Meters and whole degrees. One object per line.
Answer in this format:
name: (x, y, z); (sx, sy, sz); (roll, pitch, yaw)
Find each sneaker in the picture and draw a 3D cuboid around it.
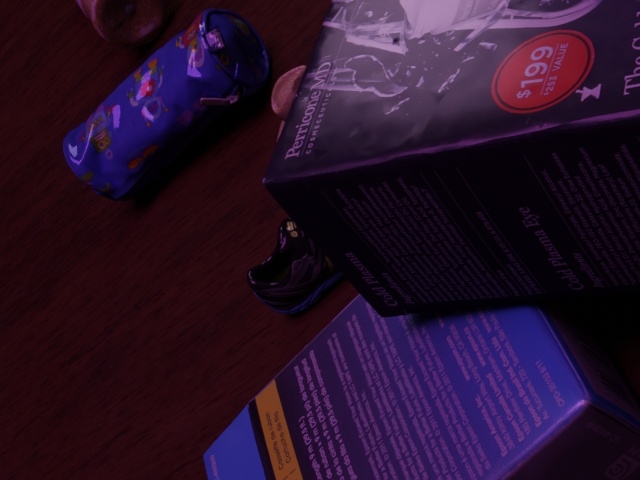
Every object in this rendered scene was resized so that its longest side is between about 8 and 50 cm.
sneaker: (0.000, 0.000, 1.194); (0.188, 0.078, 0.067); (-43, 38, 20)

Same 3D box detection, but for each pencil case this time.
pencil case: (-0.196, -0.166, 1.526); (0.306, 0.119, 0.133); (-36, 51, 29)

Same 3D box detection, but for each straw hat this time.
straw hat: (-0.020, -0.161, 1.356); (0.144, 0.061, 0.144); (-31, 43, 34)

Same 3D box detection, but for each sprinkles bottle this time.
sprinkles bottle: (-0.343, -0.416, 1.891); (0.121, 0.121, 0.355); (-52, 35, 9)

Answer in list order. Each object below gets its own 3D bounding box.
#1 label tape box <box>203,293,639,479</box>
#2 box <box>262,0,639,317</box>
label tape box: (0.070, 0.169, 0.955); (0.347, 0.115, 0.249); (-47, 36, 20)
box: (0.171, -0.139, 0.869); (0.312, 0.179, 0.343); (-9, 48, 36)
